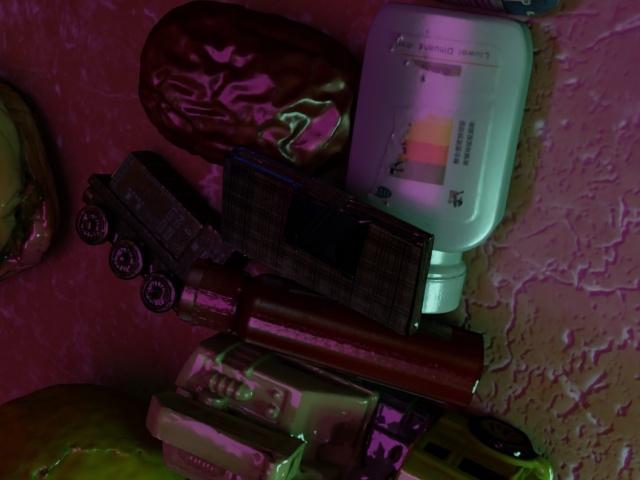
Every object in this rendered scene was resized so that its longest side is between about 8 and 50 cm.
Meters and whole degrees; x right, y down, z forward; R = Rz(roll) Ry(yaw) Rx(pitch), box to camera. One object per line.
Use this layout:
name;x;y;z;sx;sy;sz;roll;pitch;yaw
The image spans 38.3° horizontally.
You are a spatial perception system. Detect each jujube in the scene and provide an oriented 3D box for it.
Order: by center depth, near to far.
jujube;-0.074;-0.158;0.982;0.250;0.174;0.174;15;107;13

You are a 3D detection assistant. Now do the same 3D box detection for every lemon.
lemon;-0.293;0.342;1.093;0.387;0.350;0.349;-176;75;-67

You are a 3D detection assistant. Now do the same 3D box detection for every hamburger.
hamburger;-0.498;-0.074;1.214;0.304;0.174;0.284;-23;77;22

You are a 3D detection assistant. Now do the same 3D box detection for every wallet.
wallet;0.000;0.000;0.903;0.230;0.042;0.124;27;134;25

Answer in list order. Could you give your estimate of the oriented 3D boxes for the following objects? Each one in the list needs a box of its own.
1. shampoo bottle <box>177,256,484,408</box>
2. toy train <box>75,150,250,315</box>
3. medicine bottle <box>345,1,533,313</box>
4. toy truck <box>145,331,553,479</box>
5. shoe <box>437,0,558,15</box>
shampoo bottle;0.013;0.092;0.956;0.314;0.118;0.076;16;105;4
toy train;-0.192;-0.011;1.112;0.225;0.090;0.137;44;109;13
medicine bottle;0.111;-0.082;0.928;0.161;0.111;0.296;14;107;17
toy truck;0.021;0.230;0.960;0.405;0.254;0.180;25;106;18
shoe;0.147;-0.288;0.893;0.207;0.091;0.106;17;82;28
